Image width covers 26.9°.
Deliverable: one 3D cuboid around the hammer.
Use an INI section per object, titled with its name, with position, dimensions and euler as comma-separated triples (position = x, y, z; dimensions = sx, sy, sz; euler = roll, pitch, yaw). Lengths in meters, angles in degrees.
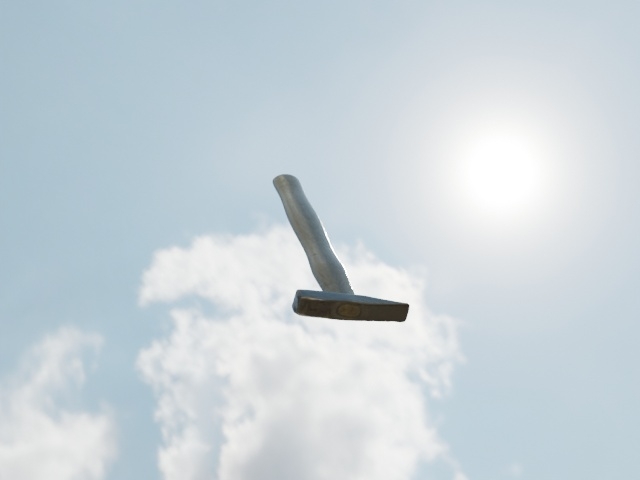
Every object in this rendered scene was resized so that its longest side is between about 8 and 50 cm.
[hammer]
position = 0.000, 0.000, 0.781
dimensions = 0.062, 0.199, 0.013
euler = 7, -69, -14
